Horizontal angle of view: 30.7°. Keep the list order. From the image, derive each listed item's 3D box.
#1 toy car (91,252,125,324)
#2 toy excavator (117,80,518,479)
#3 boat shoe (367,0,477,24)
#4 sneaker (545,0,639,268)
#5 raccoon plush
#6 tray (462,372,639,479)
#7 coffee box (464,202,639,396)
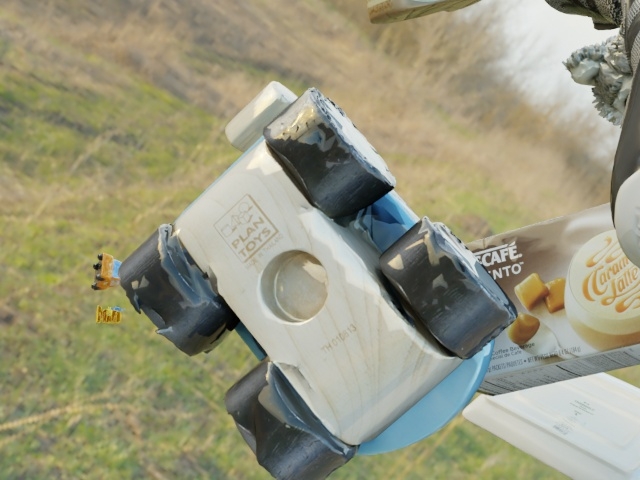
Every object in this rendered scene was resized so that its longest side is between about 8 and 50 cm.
[{"bbox_3d":[-0.261,0.070,1.442,0.041,0.060,0.122,8,47,-19],"label":"toy car"},{"bbox_3d":[0.000,0.000,1.100,0.433,0.222,0.445,50,10,17],"label":"toy excavator"},{"bbox_3d":[0.173,-0.374,1.554,0.342,0.123,0.123,-22,96,-42],"label":"boat shoe"},{"bbox_3d":[0.161,-0.102,0.552,0.101,0.268,0.153,37,-22,-34],"label":"sneaker"},{"bbox_3d":[0.452,-0.218,1.655,0.299,0.216,0.446,40,2,-15],"label":"raccoon plush"},{"bbox_3d":[0.296,0.197,1.316,0.270,0.145,0.030,24,-34,48],"label":"tray"},{"bbox_3d":[0.249,0.054,1.121,0.098,0.247,0.141,24,54,-57],"label":"coffee box"}]
